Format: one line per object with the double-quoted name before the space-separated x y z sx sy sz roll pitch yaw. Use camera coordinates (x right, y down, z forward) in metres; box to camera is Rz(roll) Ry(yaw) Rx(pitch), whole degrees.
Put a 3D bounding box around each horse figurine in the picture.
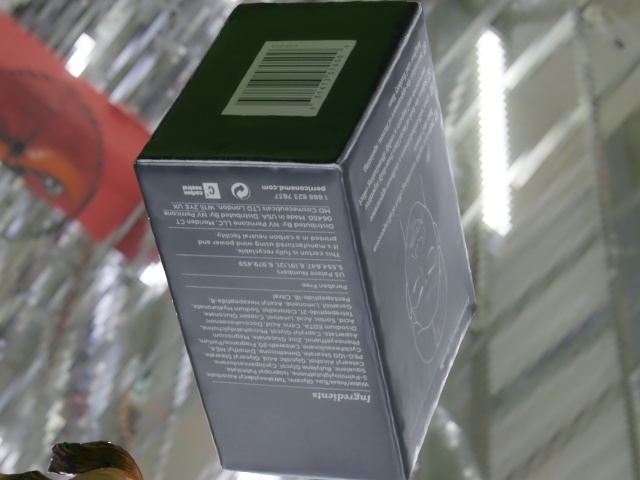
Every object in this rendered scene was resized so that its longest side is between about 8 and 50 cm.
"horse figurine" -0.172 0.240 1.348 0.174 0.066 0.263 -12 -129 17

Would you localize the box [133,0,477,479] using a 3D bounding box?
"box" 0.000 0.000 1.909 0.212 0.395 0.293 1 -143 21
